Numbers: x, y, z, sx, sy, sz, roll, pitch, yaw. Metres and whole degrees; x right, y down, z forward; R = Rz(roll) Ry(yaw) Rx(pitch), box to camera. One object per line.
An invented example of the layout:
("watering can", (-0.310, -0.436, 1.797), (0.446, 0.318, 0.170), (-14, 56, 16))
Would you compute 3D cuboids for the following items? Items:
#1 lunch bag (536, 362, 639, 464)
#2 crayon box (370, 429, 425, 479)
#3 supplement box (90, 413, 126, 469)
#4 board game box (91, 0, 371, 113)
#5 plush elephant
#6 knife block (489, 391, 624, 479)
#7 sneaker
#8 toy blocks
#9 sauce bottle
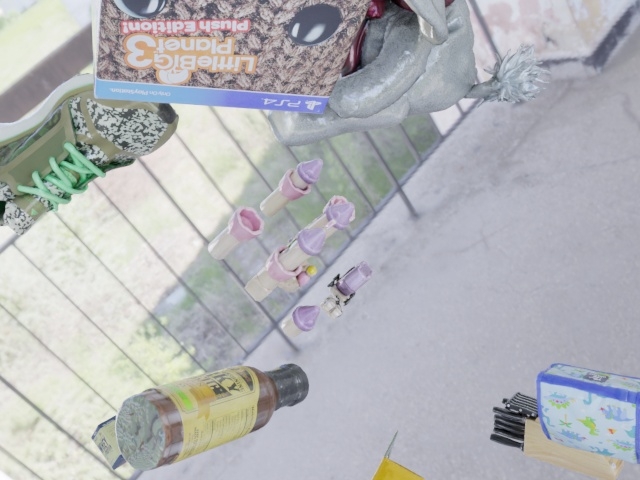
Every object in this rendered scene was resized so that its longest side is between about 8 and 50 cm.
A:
("lunch bag", (0.352, 0.214, 0.954), (0.128, 0.151, 0.096), (7, 65, 31))
("crayon box", (0.081, 0.505, 1.243), (0.083, 0.203, 0.323), (25, 57, 15))
("supplement box", (-0.399, 0.397, 1.492), (0.083, 0.083, 0.056), (-25, -22, -47))
("board game box", (-0.075, -0.264, 0.646), (0.291, 0.231, 0.141), (118, 147, -54))
("plush elephant", (0.087, -0.277, 0.854), (0.329, 0.256, 0.272), (2, 35, 25))
("knife block", (0.541, 0.480, 1.768), (0.088, 0.276, 0.242), (-19, -21, -52))
("sneaker", (-0.373, -0.087, 1.034), (0.410, 0.158, 0.182), (-18, 55, 22))
("toy blocks", (0.000, 0.000, 1.499), (0.260, 0.309, 0.288), (-39, 4, 35))
("sauce bottle", (-0.147, 0.251, 1.130), (0.111, 0.112, 0.344), (-15, -6, 34))
